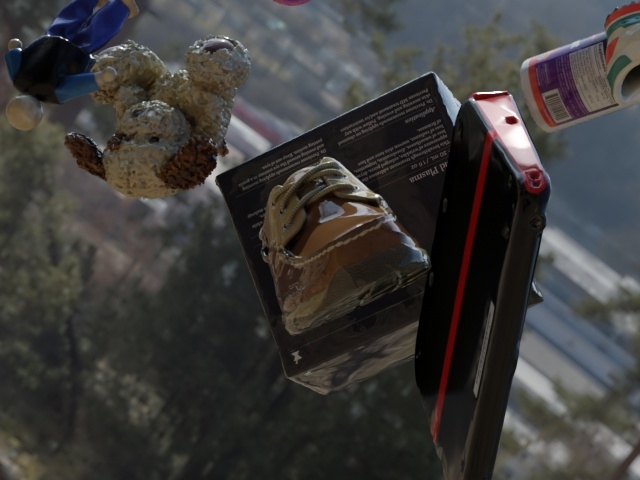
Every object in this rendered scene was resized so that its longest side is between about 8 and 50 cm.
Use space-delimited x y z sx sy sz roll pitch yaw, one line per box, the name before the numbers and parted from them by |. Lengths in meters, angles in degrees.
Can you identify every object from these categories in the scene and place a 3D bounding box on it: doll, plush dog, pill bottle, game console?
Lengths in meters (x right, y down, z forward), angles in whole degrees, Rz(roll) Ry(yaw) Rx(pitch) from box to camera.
doll | -0.263 -0.189 1.679 0.129 0.189 0.046 22 -29 21
plush dog | -0.217 -0.143 2.230 0.262 0.225 0.211 2 -48 29
pill bottle | 0.376 -0.223 2.174 0.108 0.193 0.108 41 39 -47
game console | 0.175 0.056 1.749 0.060 0.387 0.342 4 23 -8

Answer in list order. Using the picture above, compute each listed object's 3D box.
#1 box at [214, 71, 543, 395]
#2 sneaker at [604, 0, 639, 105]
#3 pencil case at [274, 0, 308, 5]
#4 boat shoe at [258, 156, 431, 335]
box | 0.080 -0.002 2.218 0.179 0.343 0.312 36 32 -66
sneaker | 0.262 -0.131 1.079 0.057 0.161 0.075 36 54 -42
pencil case | -0.052 -0.294 1.475 0.098 0.095 0.209 34 11 -31
boat shoe | 0.000 0.000 1.312 0.120 0.122 0.324 65 -8 -1
